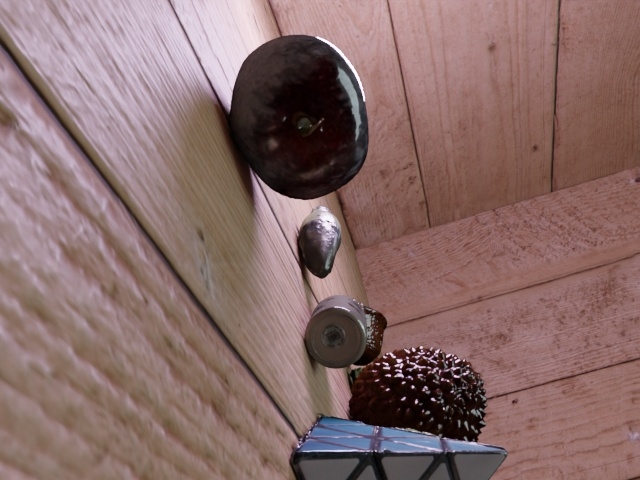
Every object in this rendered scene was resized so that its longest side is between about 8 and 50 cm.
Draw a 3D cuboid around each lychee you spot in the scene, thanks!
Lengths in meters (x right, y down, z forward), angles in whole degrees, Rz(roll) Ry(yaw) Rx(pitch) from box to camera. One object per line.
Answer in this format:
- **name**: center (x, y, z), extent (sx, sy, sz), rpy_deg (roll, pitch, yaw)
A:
- **lychee**: center (0.209, 0.374, 1.537), extent (0.306, 0.330, 0.306), rpy_deg (38, 26, -22)

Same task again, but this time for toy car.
- **toy car**: center (0.119, 0.398, 1.782), extent (0.093, 0.058, 0.186), rpy_deg (-103, 174, -54)

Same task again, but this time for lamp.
- **lamp**: center (0.000, 0.000, 1.533), extent (0.250, 0.101, 0.101), rpy_deg (-91, 164, -59)

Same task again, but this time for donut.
- **donut**: center (0.107, 0.240, 1.775), extent (0.187, 0.144, 0.126), rpy_deg (127, -27, -65)

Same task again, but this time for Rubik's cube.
- **Rubik's cube**: center (0.068, 0.333, 0.956), extent (0.233, 0.229, 0.228), rpy_deg (38, -45, 9)

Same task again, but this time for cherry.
- **cherry**: center (-0.036, -0.195, 1.120), extent (0.296, 0.218, 0.255), rpy_deg (-134, -159, -71)

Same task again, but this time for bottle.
- **bottle**: center (0.033, 0.159, 1.309), extent (0.233, 0.109, 0.110), rpy_deg (-53, 126, -85)

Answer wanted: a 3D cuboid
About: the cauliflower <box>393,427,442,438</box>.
- **cauliflower**: center (0.138, 0.456, 1.166), extent (0.272, 0.275, 0.250), rpy_deg (40, -21, -23)
